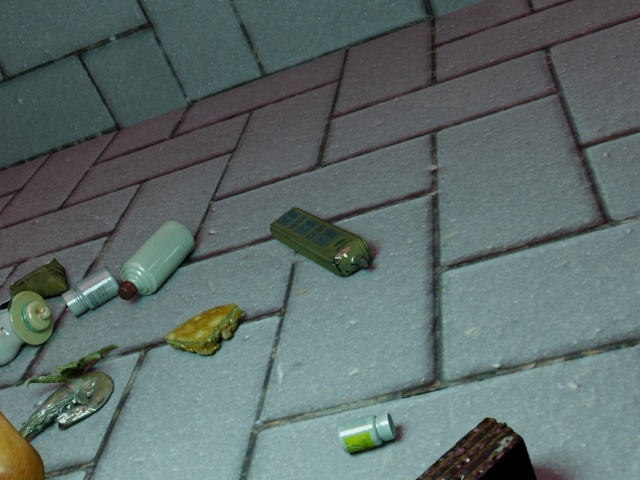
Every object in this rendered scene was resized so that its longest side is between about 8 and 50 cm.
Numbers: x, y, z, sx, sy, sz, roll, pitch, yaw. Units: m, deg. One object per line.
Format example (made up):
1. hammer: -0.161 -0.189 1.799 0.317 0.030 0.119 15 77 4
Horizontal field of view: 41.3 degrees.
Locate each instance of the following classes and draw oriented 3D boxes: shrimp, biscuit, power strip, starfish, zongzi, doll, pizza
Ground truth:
1. shrimp: -0.517 0.343 1.726 0.126 0.047 0.223 15 43 41
2. biscuit: 0.114 0.383 1.061 0.388 0.107 0.073 -35 31 -19
3. power strip: 0.000 0.000 1.893 0.092 0.066 0.387 -36 29 -16
4. starfish: -0.528 0.272 1.832 0.217 0.050 0.223 -31 11 -34
5. zongzi: -0.749 0.135 2.259 0.160 0.078 0.176 -33 31 -6
6. doll: -0.786 0.195 2.104 0.208 0.144 0.271 -43 35 -14
7. pizza: -0.242 0.195 1.760 0.175 0.046 0.134 -20 26 9

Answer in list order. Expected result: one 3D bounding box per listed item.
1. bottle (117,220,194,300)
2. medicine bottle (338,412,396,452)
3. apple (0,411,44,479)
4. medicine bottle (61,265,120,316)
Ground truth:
1. bottle: -0.414 0.058 2.086 0.104 0.104 0.245 -5 32 33
2. medicine bottle: 0.072 0.298 1.316 0.083 0.047 0.047 -18 28 13
3. apple: -0.620 0.402 1.429 0.299 0.299 0.275 0 28 39
4. medicine bottle: -0.569 0.129 2.111 0.130 0.080 0.080 -32 28 -13
